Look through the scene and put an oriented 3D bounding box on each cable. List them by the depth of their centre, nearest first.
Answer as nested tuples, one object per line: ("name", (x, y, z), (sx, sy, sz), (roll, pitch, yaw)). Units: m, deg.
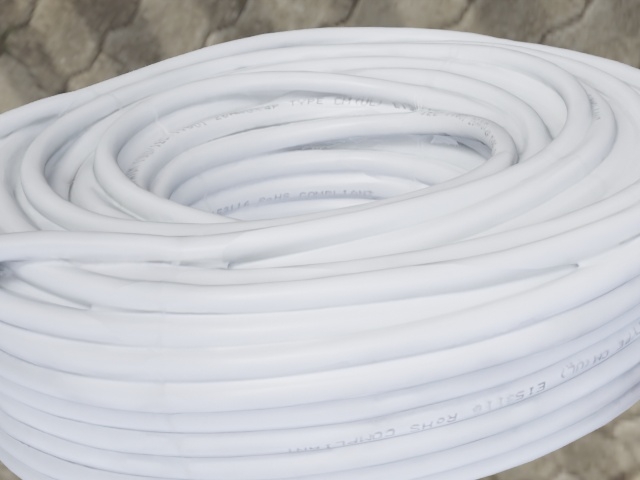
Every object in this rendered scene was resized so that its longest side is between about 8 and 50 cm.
("cable", (0.000, 0.000, 0.524), (0.257, 0.257, 0.089), (8, 116, 29))
